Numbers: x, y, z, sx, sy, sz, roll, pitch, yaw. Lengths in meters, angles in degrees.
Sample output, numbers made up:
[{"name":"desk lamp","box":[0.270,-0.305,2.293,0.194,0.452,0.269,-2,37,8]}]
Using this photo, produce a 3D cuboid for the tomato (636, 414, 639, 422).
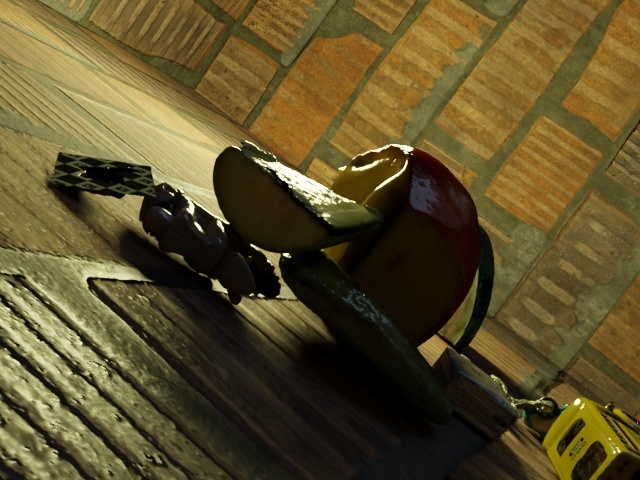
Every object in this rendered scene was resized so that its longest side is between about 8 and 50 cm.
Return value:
[{"name":"tomato","box":[0.712,0.436,1.783,0.188,0.232,0.232,12,12,-11]}]

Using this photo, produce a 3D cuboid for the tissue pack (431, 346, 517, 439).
[{"name":"tissue pack","box":[0.230,0.235,1.361,0.115,0.065,0.155,38,5,-2]}]

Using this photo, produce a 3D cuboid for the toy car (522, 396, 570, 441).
[{"name":"toy car","box":[0.436,0.350,1.586,0.161,0.098,0.126,10,-32,20]}]

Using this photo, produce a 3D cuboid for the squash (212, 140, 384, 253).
[{"name":"squash","box":[-0.028,-0.042,1.133,0.169,0.093,0.252,41,15,11]}]

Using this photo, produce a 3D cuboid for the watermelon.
[{"name":"watermelon","box":[0.294,0.072,2.063,0.292,0.250,0.283,40,2,9]}]

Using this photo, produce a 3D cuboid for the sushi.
[{"name":"sushi","box":[-0.262,-0.068,1.064,0.120,0.026,0.126,9,20,-16]}]

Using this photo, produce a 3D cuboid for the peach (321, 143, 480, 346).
[{"name":"peach","box":[0.124,0.013,1.413,0.242,0.306,0.380,28,3,-10]}]

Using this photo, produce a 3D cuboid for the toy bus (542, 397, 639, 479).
[{"name":"toy bus","box":[0.436,0.338,1.335,0.151,0.145,0.331,34,7,0]}]

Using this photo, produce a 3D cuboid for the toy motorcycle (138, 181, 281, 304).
[{"name":"toy motorcycle","box":[-0.149,-0.005,1.068,0.225,0.073,0.152,39,10,20]}]

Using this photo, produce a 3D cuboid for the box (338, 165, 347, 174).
[{"name":"box","box":[0.128,-0.046,1.680,0.269,0.043,0.153,26,-48,54]}]

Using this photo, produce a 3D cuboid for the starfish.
[{"name":"starfish","box":[0.302,0.265,1.573,0.175,0.053,0.208,21,4,-27]}]

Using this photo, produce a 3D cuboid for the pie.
[{"name":"pie","box":[0.063,0.116,1.137,0.323,0.070,0.323,45,-2,2]}]
